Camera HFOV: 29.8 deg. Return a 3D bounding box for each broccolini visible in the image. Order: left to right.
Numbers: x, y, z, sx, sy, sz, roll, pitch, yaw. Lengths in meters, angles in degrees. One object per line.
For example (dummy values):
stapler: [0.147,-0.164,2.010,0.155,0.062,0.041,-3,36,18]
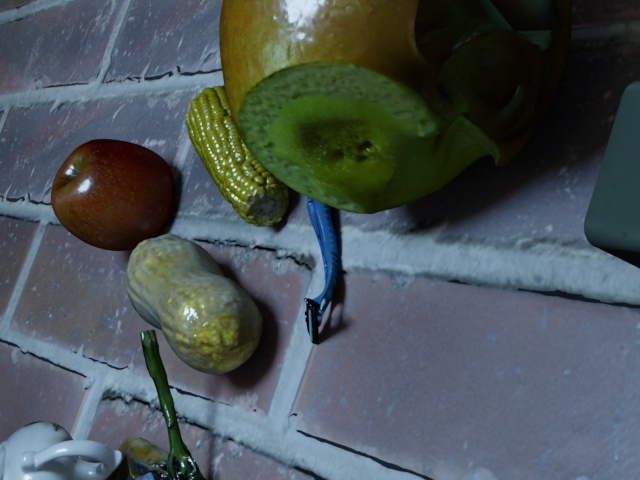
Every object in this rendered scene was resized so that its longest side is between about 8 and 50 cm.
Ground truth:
broccolini: [-0.192,0.234,1.502,0.071,0.057,0.254,-23,78,10]

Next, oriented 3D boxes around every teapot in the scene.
teapot: [-0.390,0.354,1.692,0.298,0.139,0.204,-48,33,49]

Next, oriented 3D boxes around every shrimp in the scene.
shrimp: [-0.247,0.341,1.607,0.219,0.046,0.152,-4,66,58]

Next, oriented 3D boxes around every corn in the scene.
corn: [-0.123,-0.128,1.682,0.101,0.101,0.310,-54,33,19]

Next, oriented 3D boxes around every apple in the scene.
apple: [-0.322,-0.075,1.882,0.181,0.168,0.181,-34,38,32]
apple: [0.085,-0.209,1.244,0.374,0.374,0.383,26,122,58]

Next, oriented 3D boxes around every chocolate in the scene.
chocolate: [-0.173,0.082,1.595,0.134,0.134,0.309,-61,35,8]

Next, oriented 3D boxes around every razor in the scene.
razor: [0.000,0.000,1.476,0.082,0.042,0.253,87,-178,-53]

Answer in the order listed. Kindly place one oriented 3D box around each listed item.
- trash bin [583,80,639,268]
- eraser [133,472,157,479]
trash bin: [0.337,-0.043,0.931,0.240,0.122,0.164,5,75,59]
eraser: [-0.202,0.383,1.436,0.092,0.046,0.212,-27,50,-9]
